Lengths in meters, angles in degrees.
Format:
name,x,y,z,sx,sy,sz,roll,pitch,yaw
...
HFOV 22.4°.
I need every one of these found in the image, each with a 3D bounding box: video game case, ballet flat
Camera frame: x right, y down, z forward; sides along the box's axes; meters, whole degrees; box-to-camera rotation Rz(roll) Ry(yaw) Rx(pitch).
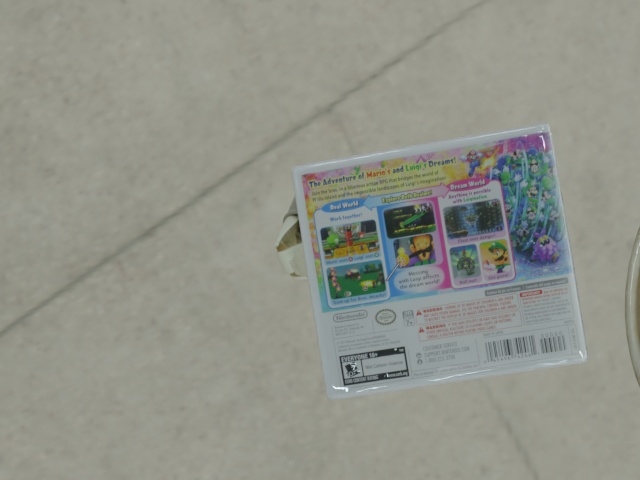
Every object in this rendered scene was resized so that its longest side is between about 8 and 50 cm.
name,x,y,z,sx,sy,sz,roll,pitch,yaw
video game case,0.070,0.013,0.960,0.019,0.157,0.143,11,70,-80
ballet flat,0.000,0.000,1.179,0.068,0.213,0.072,-33,100,-14

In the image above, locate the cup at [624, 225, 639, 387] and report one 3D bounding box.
name,x,y,z,sx,sy,sz,roll,pitch,yaw
cup,0.416,0.065,1.210,0.237,0.331,0.331,30,51,-65
